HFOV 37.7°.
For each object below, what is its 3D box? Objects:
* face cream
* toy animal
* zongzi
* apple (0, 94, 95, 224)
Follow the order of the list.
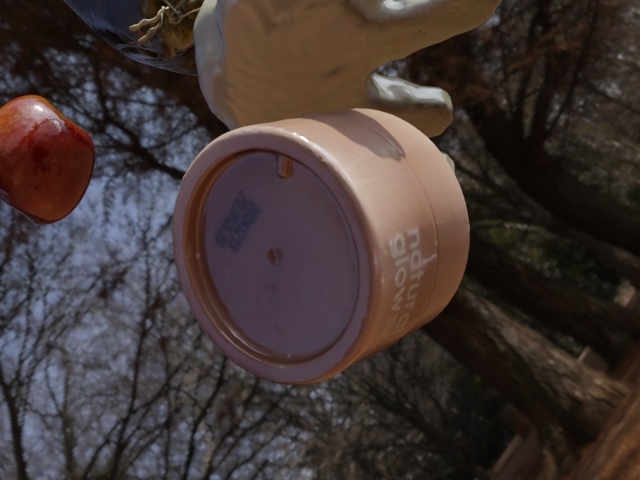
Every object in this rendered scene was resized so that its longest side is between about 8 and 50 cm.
[{"bbox_3d":[0.000,0.000,0.555,0.104,0.149,0.149,-20,-40,-52],"label":"face cream"},{"bbox_3d":[0.017,-0.169,0.726,0.266,0.188,0.308,-37,-38,27],"label":"toy animal"},{"bbox_3d":[-0.139,-0.216,0.986,0.241,0.247,0.111,35,-90,-44],"label":"zongzi"},{"bbox_3d":[-0.433,-0.120,1.426,0.168,0.181,0.181,-52,-19,-7],"label":"apple"}]
